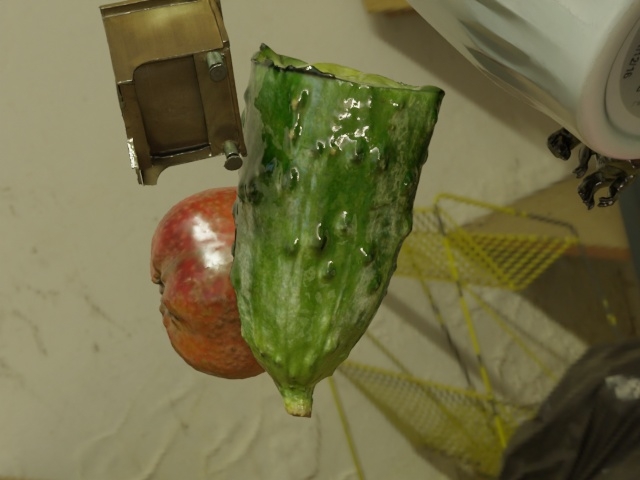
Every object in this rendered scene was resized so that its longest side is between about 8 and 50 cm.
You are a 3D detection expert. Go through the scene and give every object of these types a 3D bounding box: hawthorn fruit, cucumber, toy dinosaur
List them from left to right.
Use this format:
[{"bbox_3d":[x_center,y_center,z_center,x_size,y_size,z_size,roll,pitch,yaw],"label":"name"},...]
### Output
[{"bbox_3d":[-0.038,0.025,0.943,0.204,0.162,0.162,-13,10,-10],"label":"hawthorn fruit"},{"bbox_3d":[-0.002,-0.001,0.747,0.134,0.244,0.134,9,8,-1],"label":"cucumber"},{"bbox_3d":[0.301,-0.103,1.013,0.179,0.087,0.187,-33,18,9],"label":"toy dinosaur"}]

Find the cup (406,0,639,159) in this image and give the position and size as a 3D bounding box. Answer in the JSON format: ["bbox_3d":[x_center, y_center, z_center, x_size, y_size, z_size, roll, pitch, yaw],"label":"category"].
[{"bbox_3d":[0.160,-0.250,0.796,0.253,0.253,0.371,-21,53,-20],"label":"cup"}]

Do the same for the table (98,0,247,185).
[{"bbox_3d":[-0.081,-0.086,0.644,0.070,0.083,0.082,-12,39,-7],"label":"table"}]
